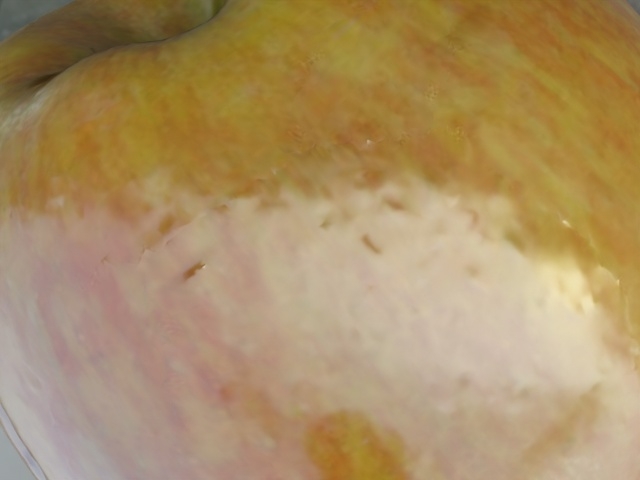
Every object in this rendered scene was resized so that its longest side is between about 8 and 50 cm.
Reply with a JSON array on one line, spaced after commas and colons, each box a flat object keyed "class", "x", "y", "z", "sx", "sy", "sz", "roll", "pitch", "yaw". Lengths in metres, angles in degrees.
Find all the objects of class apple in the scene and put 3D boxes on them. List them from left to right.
[{"class": "apple", "x": 0.000, "y": 0.000, "z": 0.569, "sx": 0.264, "sy": 0.264, "sz": 0.264, "roll": 8, "pitch": 157, "yaw": 4}]
